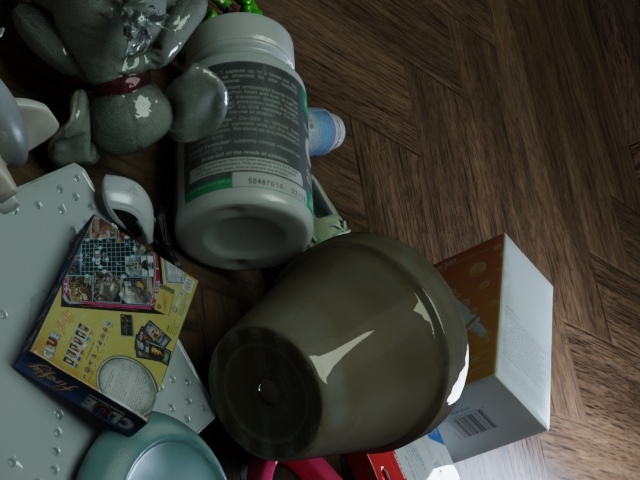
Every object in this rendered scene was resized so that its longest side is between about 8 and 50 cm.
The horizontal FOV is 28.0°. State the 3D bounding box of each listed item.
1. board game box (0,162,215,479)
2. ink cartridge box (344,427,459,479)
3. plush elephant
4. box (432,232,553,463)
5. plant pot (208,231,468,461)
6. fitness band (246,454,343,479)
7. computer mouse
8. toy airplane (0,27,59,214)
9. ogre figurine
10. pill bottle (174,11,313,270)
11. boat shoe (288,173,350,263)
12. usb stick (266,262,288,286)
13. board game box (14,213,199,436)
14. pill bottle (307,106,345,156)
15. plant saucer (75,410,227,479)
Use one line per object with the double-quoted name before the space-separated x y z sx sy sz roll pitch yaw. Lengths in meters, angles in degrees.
"board game box" -0.326 0.132 1.561 0.390 0.050 0.390 62 30 -5
"ink cartridge box" 0.122 0.367 2.042 0.231 0.078 0.134 -16 81 -59
"plush elephant" -0.274 -0.235 1.745 0.271 0.255 0.330 -8 30 -19
"box" 0.277 0.190 2.272 0.168 0.215 0.345 46 35 -27
"plant pot" 0.000 0.173 1.778 0.280 0.323 0.323 -21 86 -54
"fitness band" -0.010 0.417 1.837 0.291 0.054 0.209 52 30 -21
"computer mouse" -0.241 -0.032 1.760 0.193 0.042 0.106 53 24 -60
"toy airplane" -0.429 -0.208 1.424 0.386 0.272 0.384 42 10 -2
"ogre figurine" -0.156 -0.353 2.121 0.118 0.096 0.197 45 40 -41
"pill bottle" -0.118 -0.154 1.933 0.204 0.204 0.361 31 45 -43
"boat shoe" 0.000 0.000 2.005 0.109 0.094 0.302 12 33 -47
"usb stick" -0.016 0.145 2.029 0.077 0.045 0.278 -14 80 -52
"board game box" -0.254 0.099 1.564 0.165 0.042 0.243 35 40 -17
"pill bottle" -0.024 -0.187 2.214 0.160 0.087 0.087 -9 76 -58
"plant saucer" -0.185 0.363 1.551 0.317 0.043 0.318 31 54 -54
